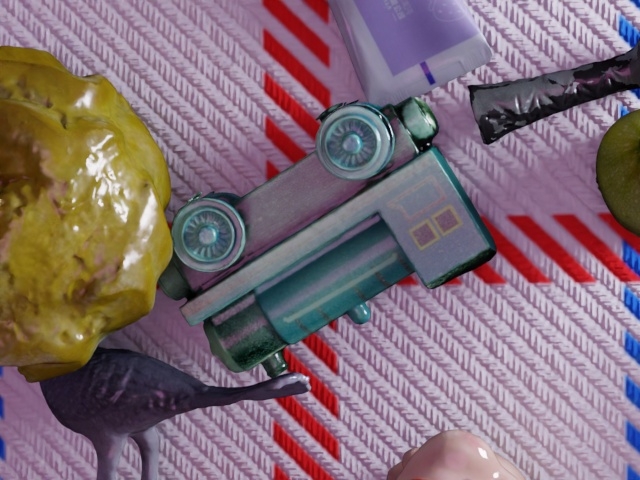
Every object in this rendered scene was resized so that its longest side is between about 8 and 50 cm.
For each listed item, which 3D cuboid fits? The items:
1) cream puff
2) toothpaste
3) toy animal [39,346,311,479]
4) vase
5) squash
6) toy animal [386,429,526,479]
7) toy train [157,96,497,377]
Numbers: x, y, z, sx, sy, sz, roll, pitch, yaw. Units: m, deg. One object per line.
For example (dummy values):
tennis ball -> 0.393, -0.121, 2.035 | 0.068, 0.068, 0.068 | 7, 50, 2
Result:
cream puff -> -0.292, -0.047, 1.443 | 0.323, 0.270, 0.274 | 41, 96, 34
toothpaste -> 0.022, -0.305, 1.514 | 0.125, 0.080, 0.371 | -27, 93, 10
toy animal -> -0.180, 0.165, 1.520 | 0.367, 0.081, 0.206 | 18, 105, 33
vase -> 0.221, -0.136, 1.492 | 0.167, 0.059, 0.059 | -16, 89, 9
squash -> 0.296, -0.065, 1.423 | 0.123, 0.186, 0.123 | -1, 85, 11
toy animal -> 0.124, 0.252, 1.448 | 0.171, 0.197, 0.171 | 1, 97, 10
toy train -> 0.000, 0.000, 1.505 | 0.298, 0.120, 0.194 | -32, 92, 9
